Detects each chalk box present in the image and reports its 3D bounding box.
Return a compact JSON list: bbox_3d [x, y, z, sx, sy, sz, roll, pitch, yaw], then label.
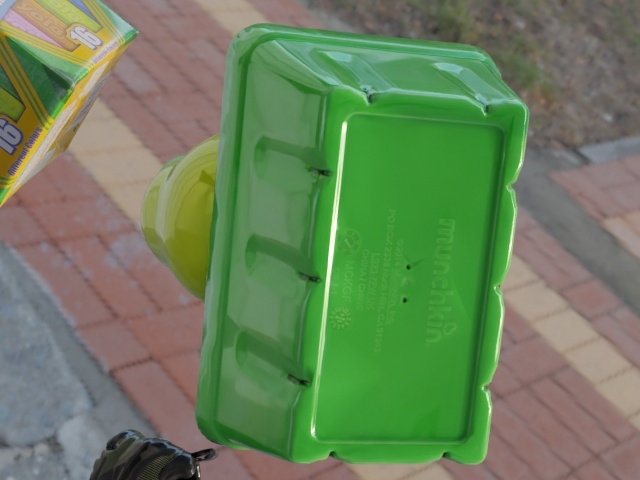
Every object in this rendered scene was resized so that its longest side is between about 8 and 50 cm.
[{"bbox_3d":[-0.267,-0.149,0.941,0.213,0.132,0.132,36,29,-5],"label":"chalk box"}]

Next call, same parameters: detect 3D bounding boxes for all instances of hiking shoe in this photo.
[{"bbox_3d":[-0.161,0.284,1.157,0.114,0.227,0.086,5,-15,24],"label":"hiking shoe"}]

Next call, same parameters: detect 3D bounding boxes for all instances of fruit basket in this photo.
[{"bbox_3d":[0.000,0.000,1.143,0.282,0.392,0.392,3,40,-17],"label":"fruit basket"}]
